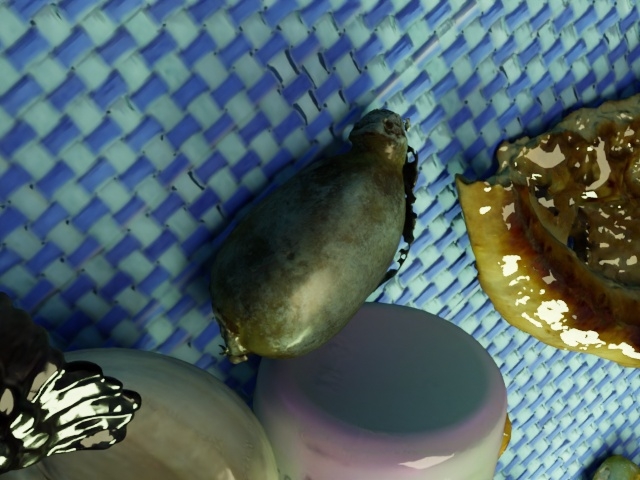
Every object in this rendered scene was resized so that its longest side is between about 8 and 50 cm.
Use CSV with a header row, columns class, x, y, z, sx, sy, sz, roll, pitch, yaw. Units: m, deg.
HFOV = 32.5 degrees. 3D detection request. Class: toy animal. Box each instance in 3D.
class,x,y,z,sx,sy,sz,roll,pitch,yaw
toy animal,-0.182,0.017,0.389,0.197,0.160,0.272,-35,137,-16

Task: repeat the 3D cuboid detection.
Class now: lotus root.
class,x,y,z,sx,sy,sz,roll,pitch,yaw
lotus root,0.002,0.002,0.605,0.165,0.088,0.088,-50,140,-15

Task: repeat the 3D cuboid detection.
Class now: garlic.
class,x,y,z,sx,sy,sz,roll,pitch,yaw
garlic,-0.107,0.143,0.577,0.229,0.178,0.143,-52,174,29

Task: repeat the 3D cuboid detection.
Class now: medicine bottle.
class,x,y,z,sx,sy,sz,roll,pitch,yaw
medicine bottle,0.026,0.177,0.698,0.152,0.152,0.254,-17,128,-32

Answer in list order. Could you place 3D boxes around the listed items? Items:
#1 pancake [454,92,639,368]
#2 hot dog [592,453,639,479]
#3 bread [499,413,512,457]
class,x,y,z,sx,sy,sz,roll,pitch,yaw
pancake,0.203,0.009,0.762,0.258,0.056,0.212,-18,115,-22
hot dog,0.332,0.300,1.122,0.083,0.068,0.289,-52,138,-9
bread,0.090,0.168,0.830,0.129,0.044,0.126,-33,138,-23
